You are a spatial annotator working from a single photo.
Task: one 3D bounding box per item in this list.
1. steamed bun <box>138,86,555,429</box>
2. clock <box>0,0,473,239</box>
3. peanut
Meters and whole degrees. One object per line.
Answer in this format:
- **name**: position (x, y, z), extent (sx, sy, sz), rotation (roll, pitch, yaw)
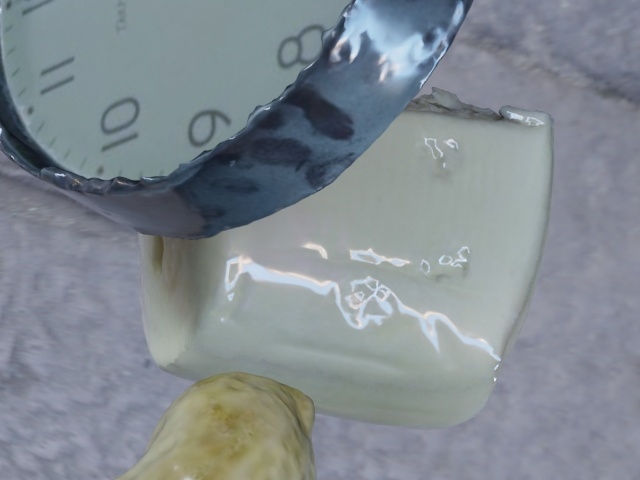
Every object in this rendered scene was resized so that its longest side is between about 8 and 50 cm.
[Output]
- **steamed bun**: position (0.000, 0.000, 1.109), extent (0.225, 0.170, 0.200), rotation (13, 79, -13)
- **clock**: position (-0.053, -0.157, 0.922), extent (0.061, 0.312, 0.313), rotation (25, 80, -47)
- **peanut**: position (-0.079, 0.141, 0.907), extent (0.103, 0.098, 0.229), rotation (36, 56, 28)
